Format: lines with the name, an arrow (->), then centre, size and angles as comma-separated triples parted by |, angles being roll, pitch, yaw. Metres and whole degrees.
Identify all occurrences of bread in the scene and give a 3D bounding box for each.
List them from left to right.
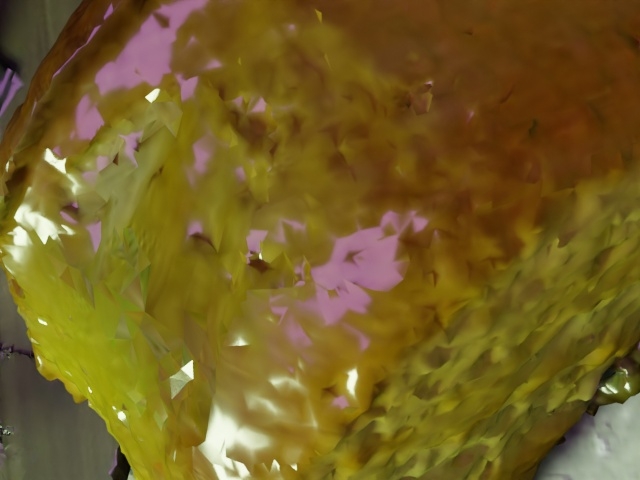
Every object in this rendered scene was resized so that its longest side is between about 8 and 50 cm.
bread -> -0.003, 0.001, 0.436 | 0.160, 0.147, 0.260 | 52, 132, 20

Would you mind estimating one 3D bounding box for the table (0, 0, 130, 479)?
table -> -0.253, 0.015, 0.532 | 0.317, 0.249, 0.317 | 0, 89, 34
